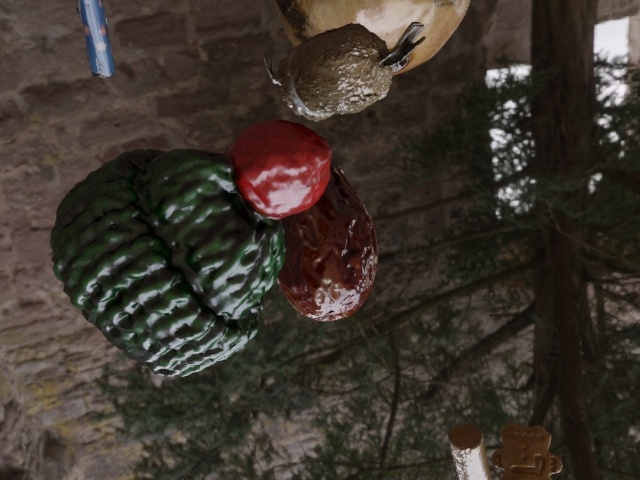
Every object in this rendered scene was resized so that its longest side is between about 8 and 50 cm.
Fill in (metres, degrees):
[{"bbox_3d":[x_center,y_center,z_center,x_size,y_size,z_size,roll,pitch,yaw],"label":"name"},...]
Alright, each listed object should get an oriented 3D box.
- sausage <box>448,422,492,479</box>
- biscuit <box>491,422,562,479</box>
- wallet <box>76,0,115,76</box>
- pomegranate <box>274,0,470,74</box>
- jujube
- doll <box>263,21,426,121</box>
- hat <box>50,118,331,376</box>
[{"bbox_3d":[0.286,0.442,1.100,0.066,0.301,0.065,-14,-150,9],"label":"sausage"},{"bbox_3d":[0.409,0.460,1.224,0.134,0.183,0.027,9,170,29],"label":"biscuit"},{"bbox_3d":[-0.463,-0.457,1.243,0.059,0.202,0.141,-14,-134,-18],"label":"wallet"},{"bbox_3d":[0.082,-0.405,0.980,0.323,0.321,0.322,-9,-154,5],"label":"pomegranate"},{"bbox_3d":[0.000,0.000,1.104,0.198,0.290,0.197,-9,161,-3],"label":"jujube"},{"bbox_3d":[0.030,-0.208,0.755,0.221,0.105,0.115,5,179,45],"label":"doll"},{"bbox_3d":[-0.125,-0.009,0.719,0.332,0.274,0.242,-33,-148,18],"label":"hat"}]
